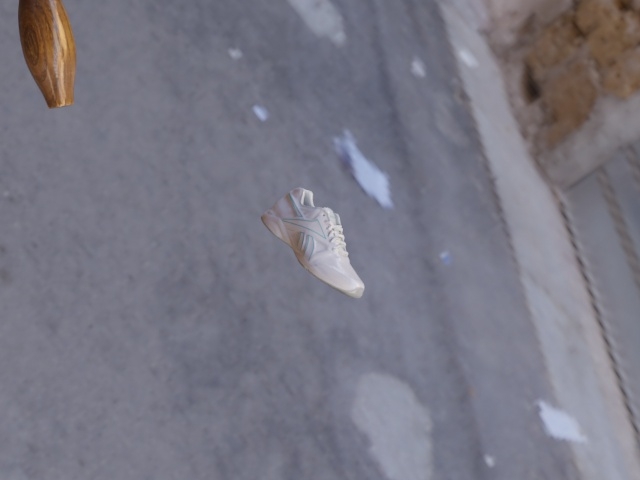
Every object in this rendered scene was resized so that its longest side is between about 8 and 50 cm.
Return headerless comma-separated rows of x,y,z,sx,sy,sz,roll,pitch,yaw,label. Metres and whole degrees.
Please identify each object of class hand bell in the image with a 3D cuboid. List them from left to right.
-0.217,-0.217,1.031,0.126,0.126,0.242,-20,101,-64,hand bell

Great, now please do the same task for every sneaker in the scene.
0.000,0.000,1.459,0.152,0.061,0.054,47,8,32,sneaker
